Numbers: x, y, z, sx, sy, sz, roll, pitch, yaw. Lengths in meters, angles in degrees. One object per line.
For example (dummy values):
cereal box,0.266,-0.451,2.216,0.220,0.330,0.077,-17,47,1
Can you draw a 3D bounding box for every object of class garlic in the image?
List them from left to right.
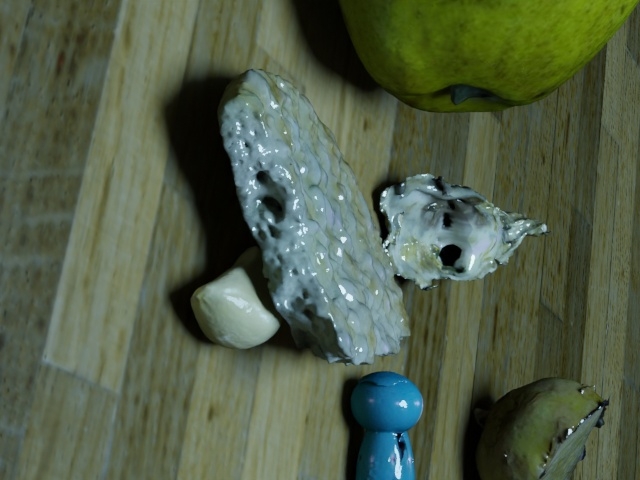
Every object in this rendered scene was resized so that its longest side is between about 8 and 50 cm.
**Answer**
garlic,-0.047,0.037,0.770,0.053,0.041,0.083,64,25,-13

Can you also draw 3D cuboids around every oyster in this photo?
oyster,0.101,-0.002,1.024,0.200,0.061,0.106,31,78,-51

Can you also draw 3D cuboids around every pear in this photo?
pear,0.115,-0.241,0.878,0.253,0.252,0.307,10,88,-58

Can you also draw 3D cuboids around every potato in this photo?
potato,0.160,0.180,1.081,0.100,0.089,0.172,-35,151,-33

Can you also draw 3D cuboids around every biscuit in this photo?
biscuit,0.000,0.000,0.815,0.188,0.040,0.265,-91,157,-43

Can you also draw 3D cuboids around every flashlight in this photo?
flashlight,0.043,0.155,0.900,0.051,0.051,0.129,6,87,-59
